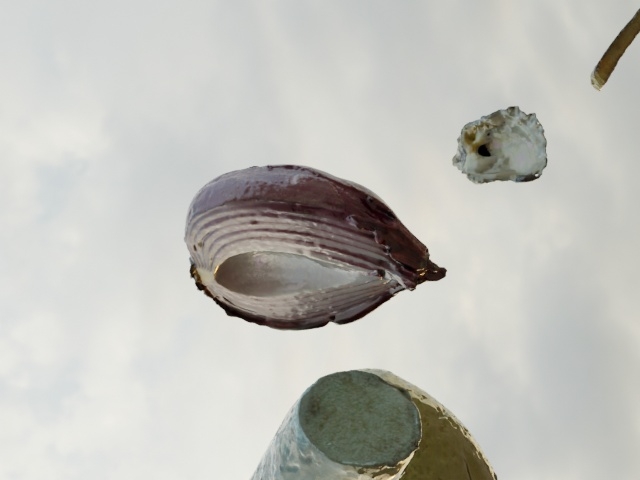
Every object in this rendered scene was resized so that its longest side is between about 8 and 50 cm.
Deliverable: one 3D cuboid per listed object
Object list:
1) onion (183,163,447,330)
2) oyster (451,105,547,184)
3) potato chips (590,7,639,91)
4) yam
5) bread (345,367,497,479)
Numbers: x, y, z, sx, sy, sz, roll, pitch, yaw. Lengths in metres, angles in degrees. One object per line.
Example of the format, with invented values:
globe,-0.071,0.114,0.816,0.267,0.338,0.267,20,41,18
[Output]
onion,0.000,0.000,1.239,0.227,0.283,0.120,78,-160,-52
oyster,0.229,-0.112,1.457,0.045,0.146,0.122,0,-134,-43
potato chips,0.345,-0.239,1.171,0.204,0.037,0.026,-48,-19,5
yam,0.008,0.183,0.928,0.194,0.107,0.107,115,-179,-50
bread,0.041,0.301,1.288,0.237,0.320,0.320,39,-139,1
